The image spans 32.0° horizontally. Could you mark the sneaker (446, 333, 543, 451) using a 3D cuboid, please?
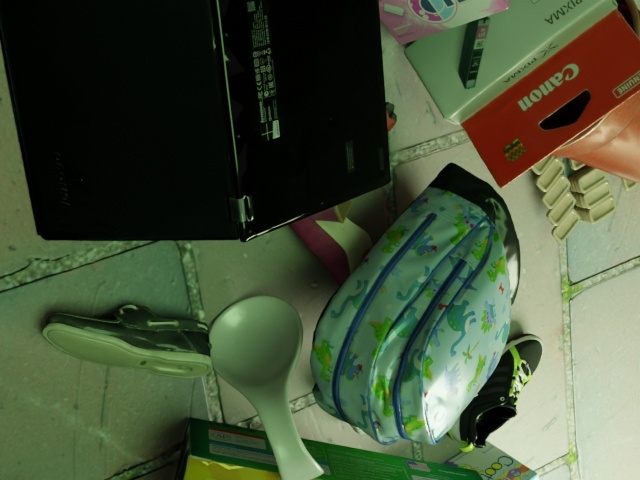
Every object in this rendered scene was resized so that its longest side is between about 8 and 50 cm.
[{"bbox_3d":[0.305,0.259,1.845,0.234,0.097,0.084,-47,124,-11],"label":"sneaker"}]

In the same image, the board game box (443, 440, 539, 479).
[{"bbox_3d":[0.291,0.503,1.889,0.144,0.142,0.275,-27,118,-22],"label":"board game box"}]

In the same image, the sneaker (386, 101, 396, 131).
[{"bbox_3d":[-0.023,-0.160,1.501,0.276,0.098,0.135,18,93,-36],"label":"sneaker"}]

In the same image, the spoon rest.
[{"bbox_3d":[-0.068,0.188,1.496,0.137,0.276,0.084,-23,147,0],"label":"spoon rest"}]

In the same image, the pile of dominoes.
[{"bbox_3d":[0.414,-0.144,1.835,0.196,0.040,0.251,-31,111,-20],"label":"pile of dominoes"}]

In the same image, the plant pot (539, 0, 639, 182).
[{"bbox_3d":[0.433,-0.220,1.673,0.265,0.272,0.272,20,94,-39],"label":"plant pot"}]

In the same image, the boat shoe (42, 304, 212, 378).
[{"bbox_3d":[-0.253,0.124,1.478,0.233,0.084,0.079,14,60,-28],"label":"boat shoe"}]

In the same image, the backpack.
[{"bbox_3d":[0.137,0.117,1.566,0.356,0.273,0.290,-32,140,-24],"label":"backpack"}]

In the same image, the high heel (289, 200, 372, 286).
[{"bbox_3d":[0.000,0.000,1.608,0.082,0.117,0.244,-66,152,-27],"label":"high heel"}]

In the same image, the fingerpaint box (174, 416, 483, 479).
[{"bbox_3d":[-0.011,0.484,1.588,0.445,0.163,0.371,12,99,-9],"label":"fingerpaint box"}]

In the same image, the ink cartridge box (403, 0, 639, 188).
[{"bbox_3d":[0.283,-0.245,1.525,0.275,0.239,0.060,-37,157,20],"label":"ink cartridge box"}]

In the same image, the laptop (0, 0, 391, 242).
[{"bbox_3d":[-0.144,-0.213,1.379,0.408,0.236,0.381,-23,118,-38],"label":"laptop"}]

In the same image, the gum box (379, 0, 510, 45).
[{"bbox_3d":[0.153,-0.343,1.509,0.107,0.188,0.062,47,47,-33],"label":"gum box"}]

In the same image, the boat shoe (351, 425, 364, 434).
[{"bbox_3d":[0.129,0.217,1.744,0.226,0.083,0.075,-30,135,-11],"label":"boat shoe"}]
